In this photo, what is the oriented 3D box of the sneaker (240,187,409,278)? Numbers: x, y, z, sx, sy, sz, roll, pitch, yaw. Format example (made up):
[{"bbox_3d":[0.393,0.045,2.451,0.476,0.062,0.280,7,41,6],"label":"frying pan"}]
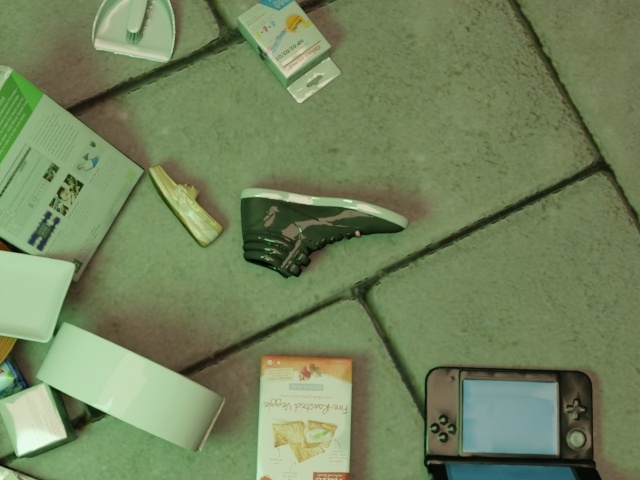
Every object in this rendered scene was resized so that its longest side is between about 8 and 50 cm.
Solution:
[{"bbox_3d":[0.000,0.000,1.939,0.296,0.104,0.146,7,81,4],"label":"sneaker"}]

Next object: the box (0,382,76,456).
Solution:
[{"bbox_3d":[-0.465,0.296,1.852,0.087,0.101,0.102,-22,80,-7],"label":"box"}]

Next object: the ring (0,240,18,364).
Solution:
[{"bbox_3d":[-0.650,0.116,1.854,0.337,0.032,0.336,-2,63,5],"label":"ring"}]

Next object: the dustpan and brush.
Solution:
[{"bbox_3d":[-0.321,-0.437,2.015,0.147,0.060,0.211,10,79,-2],"label":"dustpan and brush"}]

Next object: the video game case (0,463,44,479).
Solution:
[{"bbox_3d":[-0.518,0.484,1.844,0.232,0.042,0.210,20,79,0],"label":"video game case"}]

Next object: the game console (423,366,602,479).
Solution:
[{"bbox_3d":[0.326,0.333,1.858,0.293,0.173,0.250,2,80,-4],"label":"game console"}]

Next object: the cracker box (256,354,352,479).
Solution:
[{"bbox_3d":[-0.028,0.312,1.894,0.156,0.067,0.232,2,80,-3],"label":"cracker box"}]

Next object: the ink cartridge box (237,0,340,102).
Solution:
[{"bbox_3d":[-0.053,-0.349,2.015,0.104,0.061,0.181,-38,84,-9],"label":"ink cartridge box"}]

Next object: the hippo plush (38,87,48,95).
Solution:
[{"bbox_3d":[-0.600,-0.189,1.911,0.237,0.234,0.294,23,36,-17],"label":"hippo plush"}]

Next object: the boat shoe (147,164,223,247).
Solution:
[{"bbox_3d":[-0.233,-0.068,1.957,0.059,0.063,0.170,-38,93,-12],"label":"boat shoe"}]

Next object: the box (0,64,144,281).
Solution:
[{"bbox_3d":[-0.461,-0.104,1.840,0.058,0.322,0.232,20,75,41],"label":"box"}]

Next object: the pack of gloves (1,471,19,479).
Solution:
[{"bbox_3d":[-0.598,0.431,1.816,0.232,0.046,0.195,-35,71,-12],"label":"pack of gloves"}]

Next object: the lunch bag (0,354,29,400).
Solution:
[{"bbox_3d":[-0.580,0.210,1.869,0.129,0.096,0.151,-32,70,-10],"label":"lunch bag"}]

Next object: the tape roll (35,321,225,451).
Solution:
[{"bbox_3d":[-0.300,0.232,1.783,0.286,0.286,0.100,25,79,1],"label":"tape roll"}]

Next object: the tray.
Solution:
[{"bbox_3d":[-0.539,0.085,1.824,0.271,0.030,0.145,8,62,11],"label":"tray"}]

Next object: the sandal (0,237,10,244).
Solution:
[{"bbox_3d":[-0.588,-0.056,1.933,0.180,0.072,0.049,30,58,6],"label":"sandal"}]
